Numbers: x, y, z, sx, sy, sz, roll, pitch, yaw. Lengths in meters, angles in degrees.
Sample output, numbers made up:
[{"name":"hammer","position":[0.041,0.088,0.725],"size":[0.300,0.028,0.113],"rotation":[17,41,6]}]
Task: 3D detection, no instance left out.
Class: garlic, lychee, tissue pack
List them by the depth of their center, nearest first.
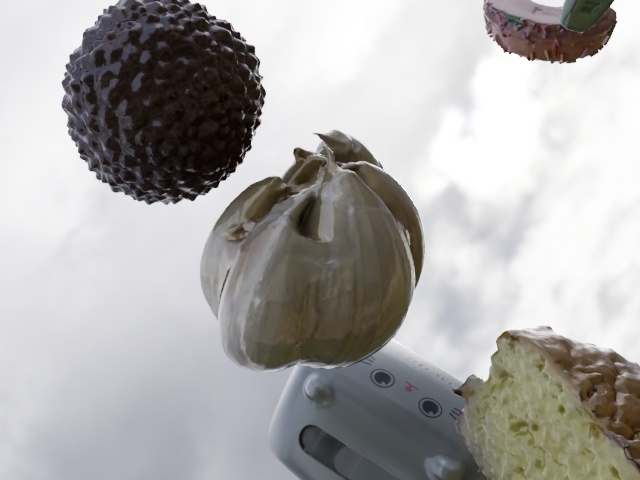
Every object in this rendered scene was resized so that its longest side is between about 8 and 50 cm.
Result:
[{"name":"lychee","position":[-0.145,-0.127,1.132],"size":[0.188,0.188,0.188],"rotation":[-35,-36,-31]},{"name":"garlic","position":[0.010,0.008,1.142],"size":[0.281,0.185,0.203],"rotation":[-31,-41,-49]},{"name":"tissue pack","position":[0.095,0.280,1.799],"size":[0.229,0.333,0.236],"rotation":[-65,-16,19]}]

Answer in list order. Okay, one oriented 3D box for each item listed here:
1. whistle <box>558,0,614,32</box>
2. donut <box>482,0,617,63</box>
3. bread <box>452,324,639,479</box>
[{"name":"whistle","position":[0.310,-0.301,1.278],"size":[0.114,0.077,0.235],"rotation":[7,-44,-22]},{"name":"donut","position":[0.267,-0.255,1.537],"size":[0.117,0.166,0.065],"rotation":[-50,-33,-47]},{"name":"bread","position":[0.207,0.165,0.904],"size":[0.139,0.229,0.143],"rotation":[3,-48,-39]}]
